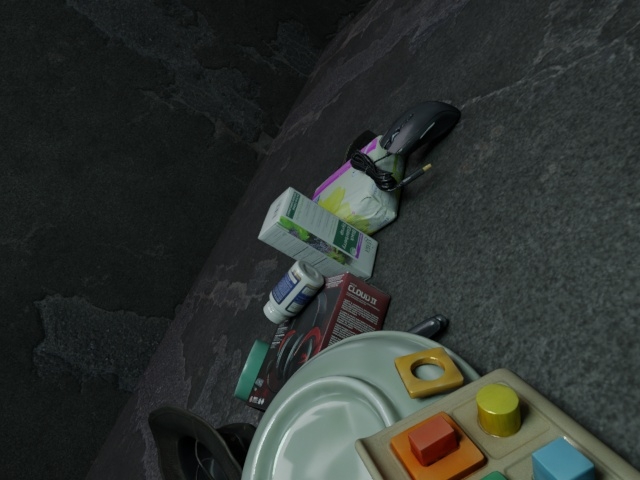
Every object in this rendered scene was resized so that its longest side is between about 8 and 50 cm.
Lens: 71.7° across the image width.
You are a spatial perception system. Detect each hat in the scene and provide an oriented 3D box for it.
[{"bbox_3d":[-0.173,0.413,0.818,0.134,0.331,0.331,-26,-8,-46],"label":"hat"}]

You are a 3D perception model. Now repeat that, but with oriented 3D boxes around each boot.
[{"bbox_3d":[0.083,-0.229,1.307,0.197,0.077,0.137,-58,16,-3],"label":"boot"}]

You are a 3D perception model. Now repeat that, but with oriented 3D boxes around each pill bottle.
[{"bbox_3d":[-0.054,0.100,0.839,0.120,0.067,0.067,-50,22,18],"label":"pill bottle"}]

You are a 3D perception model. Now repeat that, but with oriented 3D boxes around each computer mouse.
[{"bbox_3d":[0.195,-0.212,0.933,0.262,0.060,0.184,-32,42,0],"label":"computer mouse"}]

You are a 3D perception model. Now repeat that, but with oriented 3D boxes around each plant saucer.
[{"bbox_3d":[0.025,0.278,0.524,0.401,0.100,0.400,-26,42,26],"label":"plant saucer"}]

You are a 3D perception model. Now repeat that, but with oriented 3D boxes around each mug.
[{"bbox_3d":[-0.115,0.289,0.973,0.158,0.097,0.129,-66,-3,-75],"label":"mug"}]

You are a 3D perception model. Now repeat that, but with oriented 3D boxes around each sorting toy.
[{"bbox_3d":[0.148,0.185,0.375,0.196,0.047,0.348,-18,24,-15],"label":"sorting toy"}]

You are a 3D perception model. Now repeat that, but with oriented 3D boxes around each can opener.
[{"bbox_3d":[0.123,0.173,0.695,0.186,0.073,0.059,-46,-15,23],"label":"can opener"}]

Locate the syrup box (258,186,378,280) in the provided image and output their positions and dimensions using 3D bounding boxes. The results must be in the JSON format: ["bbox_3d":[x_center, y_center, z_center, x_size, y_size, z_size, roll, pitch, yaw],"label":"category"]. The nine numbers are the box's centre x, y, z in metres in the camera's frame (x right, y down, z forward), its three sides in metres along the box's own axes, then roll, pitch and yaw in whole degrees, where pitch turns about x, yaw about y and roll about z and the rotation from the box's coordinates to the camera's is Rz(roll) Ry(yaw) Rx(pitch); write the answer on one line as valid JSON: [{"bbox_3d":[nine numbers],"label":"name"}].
[{"bbox_3d":[0.000,0.000,0.934,0.096,0.237,0.093,-34,32,50],"label":"syrup box"}]

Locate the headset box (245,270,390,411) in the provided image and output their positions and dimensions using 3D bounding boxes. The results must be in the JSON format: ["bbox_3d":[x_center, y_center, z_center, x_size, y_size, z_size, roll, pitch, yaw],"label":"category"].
[{"bbox_3d":[-0.002,0.197,0.843,0.218,0.110,0.293,-21,41,57],"label":"headset box"}]

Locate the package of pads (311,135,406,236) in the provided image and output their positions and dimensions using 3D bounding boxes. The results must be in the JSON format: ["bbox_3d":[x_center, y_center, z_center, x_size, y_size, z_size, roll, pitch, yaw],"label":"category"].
[{"bbox_3d":[0.072,-0.091,1.091,0.296,0.101,0.229,-37,29,45],"label":"package of pads"}]
